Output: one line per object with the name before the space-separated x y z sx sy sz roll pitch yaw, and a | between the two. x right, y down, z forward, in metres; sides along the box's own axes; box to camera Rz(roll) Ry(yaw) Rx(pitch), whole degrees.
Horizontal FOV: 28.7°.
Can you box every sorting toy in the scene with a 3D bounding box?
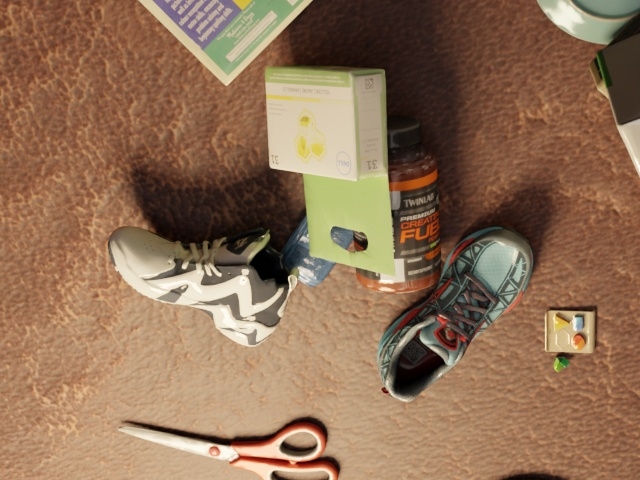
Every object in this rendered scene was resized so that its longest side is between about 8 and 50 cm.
sorting toy | 0.310 0.126 1.555 0.062 0.012 0.083 -1 111 9

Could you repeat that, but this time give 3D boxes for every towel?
towel | 0.000 0.000 1.545 0.067 0.029 0.119 33 113 -6

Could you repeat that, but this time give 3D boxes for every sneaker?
sneaker | -0.131 0.019 1.523 0.235 0.094 0.153 35 125 -6
sneaker | 0.166 0.099 1.506 0.104 0.125 0.262 34 113 -6

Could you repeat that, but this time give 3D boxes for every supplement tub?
supplement tub | 0.087 -0.044 1.472 0.106 0.106 0.198 -1 112 10

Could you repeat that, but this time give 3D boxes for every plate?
plate | 0.323 -0.306 1.374 0.188 0.024 0.188 3 113 8

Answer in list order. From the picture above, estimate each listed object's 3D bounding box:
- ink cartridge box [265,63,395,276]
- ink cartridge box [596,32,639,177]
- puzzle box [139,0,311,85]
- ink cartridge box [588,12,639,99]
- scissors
ink cartridge box | 0.010 -0.081 1.427 0.171 0.056 0.235 13 109 53
ink cartridge box | 0.394 -0.057 1.259 0.121 0.211 0.289 -23 114 16
puzzle box | -0.063 -0.404 1.381 0.272 0.052 0.409 44 112 -10
ink cartridge box | 0.445 -0.173 1.362 0.234 0.088 0.193 38 114 -13
scissors | -0.125 0.295 1.687 0.297 0.021 0.109 -2 113 8
